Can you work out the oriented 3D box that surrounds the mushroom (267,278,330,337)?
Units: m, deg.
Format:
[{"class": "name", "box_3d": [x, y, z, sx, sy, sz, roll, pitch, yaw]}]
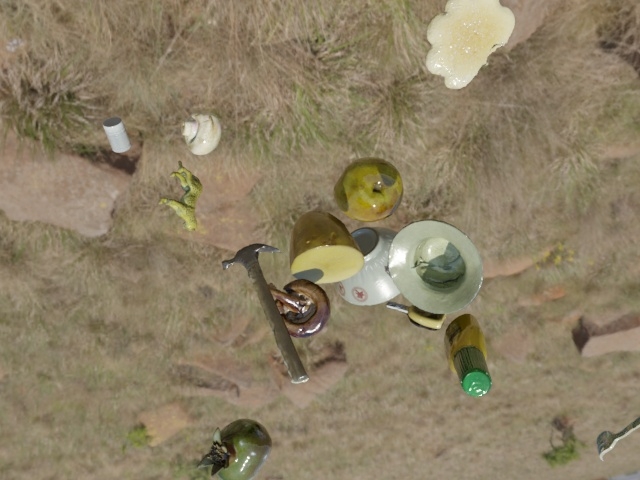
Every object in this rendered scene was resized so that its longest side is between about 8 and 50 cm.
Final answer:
[{"class": "mushroom", "box_3d": [-0.057, 0.151, 1.268, 0.135, 0.171, 0.080, -53, 168, -9]}]

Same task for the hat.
[{"class": "hat", "box_3d": [0.320, 0.054, 1.440, 0.257, 0.257, 0.130, -38, 174, 35]}]

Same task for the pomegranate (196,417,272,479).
[{"class": "pomegranate", "box_3d": [-0.203, 0.488, 1.254, 0.152, 0.131, 0.191, -57, 152, 7]}]

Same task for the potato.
[{"class": "potato", "box_3d": [0.000, 0.000, 1.322, 0.204, 0.158, 0.178, 12, 142, -43]}]

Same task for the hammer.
[{"class": "hammer", "box_3d": [-0.092, 0.132, 1.022, 0.125, 0.297, 0.027, -27, 151, 3]}]

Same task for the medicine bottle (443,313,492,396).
[{"class": "medicine bottle", "box_3d": [0.255, 0.199, 0.940, 0.064, 0.094, 0.260, 24, -170, 5]}]

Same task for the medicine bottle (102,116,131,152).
[{"class": "medicine bottle", "box_3d": [-0.606, -0.315, 1.620, 0.058, 0.058, 0.091, -10, 135, -6]}]

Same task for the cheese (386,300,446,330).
[{"class": "cheese", "box_3d": [0.260, 0.197, 1.496, 0.163, 0.086, 0.036, 13, 123, 22]}]

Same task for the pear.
[{"class": "pear", "box_3d": [0.139, -0.140, 1.525, 0.200, 0.199, 0.200, -10, 150, -6]}]

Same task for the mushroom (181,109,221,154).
[{"class": "mushroom", "box_3d": [-0.219, -0.197, 0.987, 0.068, 0.083, 0.083, 3, 146, -35]}]

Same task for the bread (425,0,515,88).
[{"class": "bread", "box_3d": [0.360, -0.511, 1.347, 0.182, 0.039, 0.251, 41, 91, -17]}]

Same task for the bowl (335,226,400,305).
[{"class": "bowl", "box_3d": [0.174, 0.055, 1.954, 0.337, 0.337, 0.157, -23, 132, 15]}]

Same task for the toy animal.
[{"class": "toy animal", "box_3d": [-0.398, -0.135, 1.625, 0.073, 0.181, 0.136, -12, 145, 36]}]

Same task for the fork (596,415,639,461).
[{"class": "fork", "box_3d": [0.510, 0.305, 0.890, 0.029, 0.034, 0.219, 18, 135, 4]}]
